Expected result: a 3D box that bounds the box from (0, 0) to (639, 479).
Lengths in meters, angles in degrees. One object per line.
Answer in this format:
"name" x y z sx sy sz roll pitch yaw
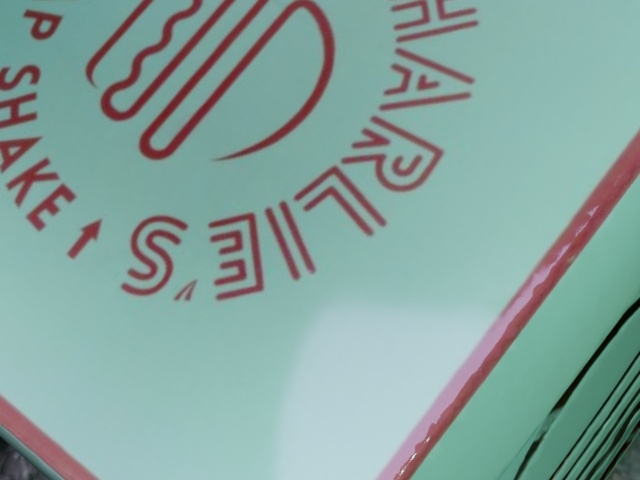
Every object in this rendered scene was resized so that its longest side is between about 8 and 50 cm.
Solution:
"box" 0.000 0.000 0.593 0.312 0.300 0.314 33 77 26
